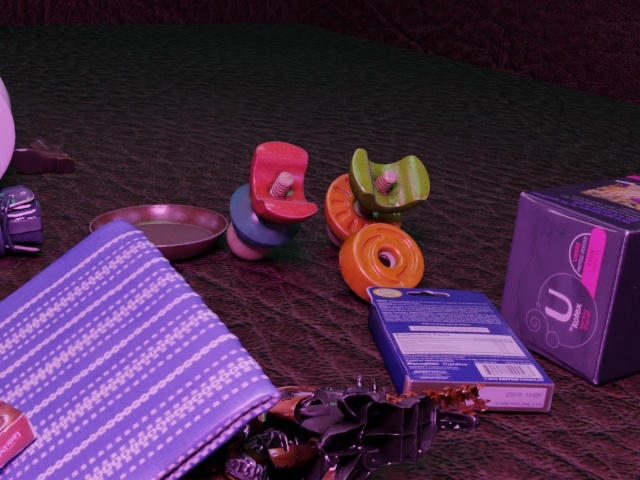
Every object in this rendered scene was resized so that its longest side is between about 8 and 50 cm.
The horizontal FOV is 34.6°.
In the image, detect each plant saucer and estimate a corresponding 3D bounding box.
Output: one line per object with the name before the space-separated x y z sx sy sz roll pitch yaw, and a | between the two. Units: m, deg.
plant saucer | -0.198 -0.008 1.266 0.168 0.029 0.168 2 18 -1

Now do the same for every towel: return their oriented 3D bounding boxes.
towel | -0.183 0.111 0.713 0.243 0.040 0.336 -39 31 -9

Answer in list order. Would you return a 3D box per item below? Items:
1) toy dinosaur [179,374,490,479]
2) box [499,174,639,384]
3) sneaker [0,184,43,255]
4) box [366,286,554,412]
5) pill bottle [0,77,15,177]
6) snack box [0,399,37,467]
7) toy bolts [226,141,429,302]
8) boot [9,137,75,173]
toy dinosaur | -0.013 0.147 0.688 0.322 0.164 0.218 -39 24 -27
box | 0.341 0.029 1.096 0.270 0.165 0.143 -9 24 -35
sneaker | -0.393 -0.007 1.132 0.163 0.086 0.226 -1 18 -9
box | 0.128 0.103 1.021 0.136 0.036 0.225 3 20 -9
pill bottle | -0.552 -0.184 1.401 0.224 0.224 0.392 -5 21 -28
snack box | -0.260 0.163 0.628 0.178 0.022 0.064 -41 30 -29
toy bolts | 0.000 0.000 1.225 0.229 0.158 0.218 9 57 -20
boot | -0.436 -0.135 1.573 0.106 0.037 0.114 10 17 -30
